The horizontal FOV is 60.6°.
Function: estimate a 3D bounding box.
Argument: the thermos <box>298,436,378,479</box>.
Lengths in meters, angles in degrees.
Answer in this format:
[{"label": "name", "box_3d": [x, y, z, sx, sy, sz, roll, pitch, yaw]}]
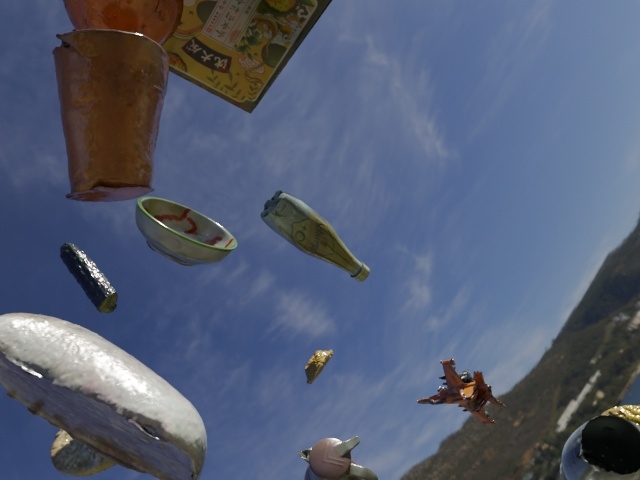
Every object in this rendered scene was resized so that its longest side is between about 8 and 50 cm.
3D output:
[{"label": "thermos", "box_3d": [0.042, 0.546, 1.243, 0.264, 0.177, 0.145, 87, -162, -47]}]

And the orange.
[{"label": "orange", "box_3d": [-0.402, -0.495, 1.120, 0.240, 0.240, 0.239, -34, -39, -34]}]

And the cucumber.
[{"label": "cucumber", "box_3d": [-0.702, 0.094, 1.634, 0.072, 0.303, 0.081, -33, -31, -28]}]

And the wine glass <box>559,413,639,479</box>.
[{"label": "wine glass", "box_3d": [0.447, 0.355, 0.873, 0.111, 0.111, 0.204, -46, -34, -19]}]

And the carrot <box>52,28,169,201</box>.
[{"label": "carrot", "box_3d": [-0.354, -0.202, 0.939, 0.196, 0.196, 0.254, 6, -102, -56]}]

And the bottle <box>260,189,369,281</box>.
[{"label": "bottle", "box_3d": [0.000, 0.000, 1.126, 0.270, 0.083, 0.083, 36, -95, -24]}]

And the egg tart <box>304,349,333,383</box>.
[{"label": "egg tart", "box_3d": [-0.012, 0.376, 1.657, 0.128, 0.049, 0.129, -53, -4, -6]}]

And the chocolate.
[{"label": "chocolate", "box_3d": [-0.265, 0.189, 0.668, 0.100, 0.304, 0.185, -55, -12, -43]}]

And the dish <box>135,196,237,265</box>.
[{"label": "dish", "box_3d": [-0.427, -0.005, 1.676, 0.324, 0.324, 0.124, 11, -69, -57]}]

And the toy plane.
[{"label": "toy plane", "box_3d": [0.236, 0.268, 0.960, 0.062, 0.135, 0.188, -35, -1, -26]}]

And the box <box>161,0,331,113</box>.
[{"label": "box", "box_3d": [-0.228, -0.579, 1.371, 0.373, 0.138, 0.420, 23, -54, -30]}]

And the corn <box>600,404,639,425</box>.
[{"label": "corn", "box_3d": [0.598, 0.324, 0.911, 0.106, 0.106, 0.293, -37, 1, -31]}]

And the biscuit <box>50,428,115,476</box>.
[{"label": "biscuit", "box_3d": [-0.454, 0.393, 1.116, 0.188, 0.265, 0.040, -29, -67, -22]}]
